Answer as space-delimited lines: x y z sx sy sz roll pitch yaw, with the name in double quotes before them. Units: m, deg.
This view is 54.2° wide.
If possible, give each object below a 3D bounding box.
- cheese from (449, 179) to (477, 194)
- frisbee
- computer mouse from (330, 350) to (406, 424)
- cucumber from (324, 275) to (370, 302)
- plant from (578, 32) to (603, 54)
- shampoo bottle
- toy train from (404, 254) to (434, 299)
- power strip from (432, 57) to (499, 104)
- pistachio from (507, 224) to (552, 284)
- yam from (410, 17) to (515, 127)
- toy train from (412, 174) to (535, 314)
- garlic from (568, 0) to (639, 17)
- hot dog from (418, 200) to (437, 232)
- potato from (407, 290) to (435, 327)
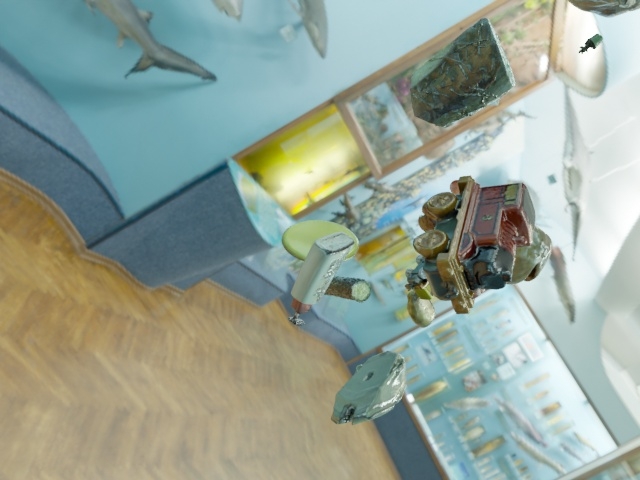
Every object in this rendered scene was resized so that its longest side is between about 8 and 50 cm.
"cheese" 0.412 -0.058 1.797 0.037 0.106 0.256 114 -19 -73
"frisbee" 0.000 0.000 1.879 0.236 0.236 0.017 -111 -158 -54
"computer mouse" 0.203 0.580 2.379 0.429 0.228 0.145 -39 110 -50
"cucumber" 0.080 0.187 2.533 0.096 0.096 0.359 59 -21 -15
"plant" 1.029 -0.745 2.395 0.051 0.102 0.051 52 3 -4
"shampoo bottle" -0.019 0.114 1.643 0.071 0.284 0.153 37 26 18
"toy train" 0.394 0.127 2.295 0.089 0.219 0.127 -8 -56 55
"power strip" 0.488 -0.558 2.185 0.229 0.261 0.141 -1 102 -64
"pistachio" 0.597 0.036 1.922 0.288 0.166 0.197 123 -41 -72
"yam" 0.371 -0.425 1.667 0.202 0.271 0.201 -14 82 -62
"toy train" 0.354 -0.010 1.411 0.163 0.232 0.369 62 34 -30
"garlic" 0.791 -0.728 1.659 0.322 0.322 0.241 -61 153 -83
"hot dog" 0.543 -0.048 2.414 0.349 0.117 0.158 29 -44 26
"potato" 0.386 0.261 2.421 0.170 0.107 0.080 56 -15 -25
